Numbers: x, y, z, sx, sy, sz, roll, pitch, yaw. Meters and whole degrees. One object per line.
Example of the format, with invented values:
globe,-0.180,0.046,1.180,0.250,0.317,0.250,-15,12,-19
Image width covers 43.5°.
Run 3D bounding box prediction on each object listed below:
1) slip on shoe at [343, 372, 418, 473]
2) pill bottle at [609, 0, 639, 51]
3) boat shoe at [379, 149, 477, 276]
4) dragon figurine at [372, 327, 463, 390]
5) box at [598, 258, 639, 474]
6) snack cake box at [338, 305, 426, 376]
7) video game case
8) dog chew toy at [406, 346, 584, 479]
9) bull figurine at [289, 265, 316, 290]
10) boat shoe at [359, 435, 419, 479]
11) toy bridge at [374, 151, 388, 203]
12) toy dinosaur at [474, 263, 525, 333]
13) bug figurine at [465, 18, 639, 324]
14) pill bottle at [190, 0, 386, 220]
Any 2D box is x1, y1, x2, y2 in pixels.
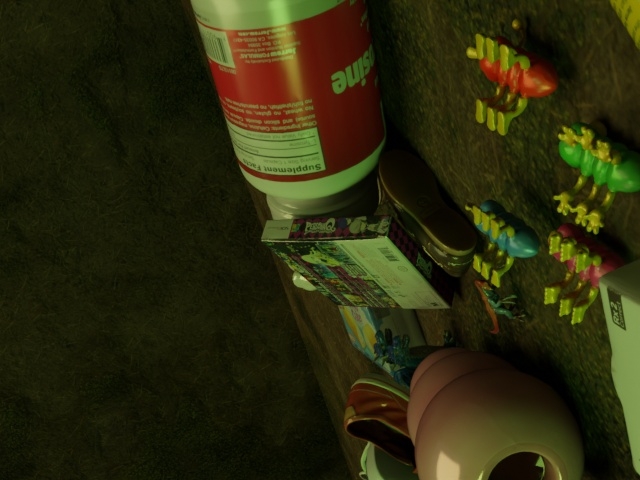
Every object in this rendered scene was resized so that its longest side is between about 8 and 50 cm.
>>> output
slip on shoe,0.182,0.324,1.235,0.331,0.101,0.123,27,140,11
pill bottle,0.226,-0.104,0.373,0.136,0.136,0.246,105,141,-73
boat shoe,0.141,-0.037,1.110,0.073,0.073,0.207,85,159,-54
dragon figurine,0.176,0.245,1.337,0.085,0.144,0.289,-129,19,-58
box,0.295,0.106,0.524,0.182,0.119,0.181,-135,24,-64
snack cake box,0.114,0.156,1.614,0.152,0.089,0.264,68,169,-11
video game case,0.060,0.037,1.190,0.232,0.210,0.042,43,-126,-47
dog chew toy,0.206,0.242,1.065,0.332,0.206,0.207,-123,12,-75
bull figurine,0.000,0.000,1.575,0.310,0.188,0.101,-136,25,-65
boat shoe,0.131,0.380,1.401,0.135,0.156,0.367,29,-160,3
toy bridge,0.093,-0.094,1.357,0.063,0.026,0.188,62,167,20
toy dinosaur,0.215,0.078,0.994,0.082,0.090,0.047,24,-159,-23
bug figurine,0.208,-0.055,0.746,0.216,0.072,0.279,48,155,43
pill bottle,-0.029,-0.210,1.146,0.229,0.229,0.408,-126,18,-51
